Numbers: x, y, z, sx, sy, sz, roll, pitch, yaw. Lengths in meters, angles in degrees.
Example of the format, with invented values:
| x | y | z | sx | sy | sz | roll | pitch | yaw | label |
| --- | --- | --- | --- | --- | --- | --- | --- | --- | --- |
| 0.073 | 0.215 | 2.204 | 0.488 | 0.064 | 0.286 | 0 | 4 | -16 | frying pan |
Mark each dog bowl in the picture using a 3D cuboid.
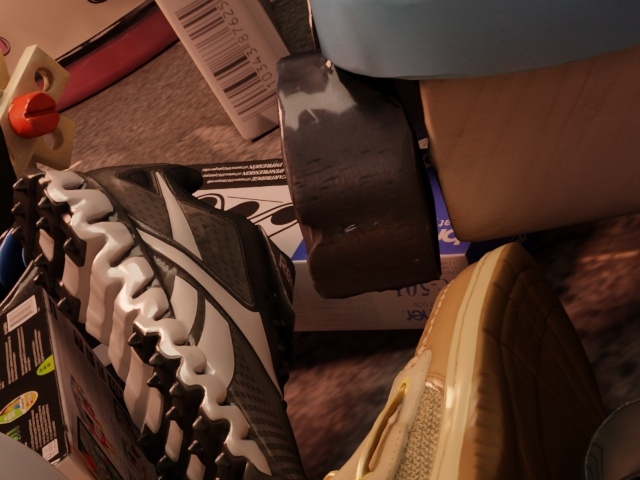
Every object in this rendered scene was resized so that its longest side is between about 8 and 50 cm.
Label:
| x | y | z | sx | sy | sz | roll | pitch | yaw | label |
| --- | --- | --- | --- | --- | --- | --- | --- | --- | --- |
| -0.214 | -0.262 | 1.788 | 0.408 | 0.150 | 0.408 | -30 | 20 | 12 | dog bowl |

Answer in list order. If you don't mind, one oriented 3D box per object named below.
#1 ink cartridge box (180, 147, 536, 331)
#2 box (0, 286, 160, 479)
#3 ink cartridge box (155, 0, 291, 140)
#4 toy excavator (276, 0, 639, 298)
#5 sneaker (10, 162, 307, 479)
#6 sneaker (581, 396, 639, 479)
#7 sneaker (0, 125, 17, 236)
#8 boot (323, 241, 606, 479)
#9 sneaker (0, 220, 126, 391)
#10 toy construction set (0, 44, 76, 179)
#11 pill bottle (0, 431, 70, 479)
| x | y | z | sx | sy | sz | roll | pitch | yaw | label |
| --- | --- | --- | --- | --- | --- | --- | --- | --- | --- |
| 0.000 | 0.000 | 0.957 | 0.207 | 0.046 | 0.097 | -2 | 35 | 29 | ink cartridge box |
| -0.099 | 0.104 | 0.853 | 0.036 | 0.114 | 0.207 | -35 | 20 | 1 | box |
| -0.123 | -0.248 | 1.397 | 0.072 | 0.303 | 0.307 | -33 | 20 | 2 | ink cartridge box |
| 0.072 | -0.259 | 0.853 | 0.222 | 0.445 | 0.433 | -9 | 27 | 7 | toy excavator |
| -0.044 | 0.042 | 0.857 | 0.106 | 0.078 | 0.234 | -17 | 52 | -27 | sneaker |
| 0.129 | 0.089 | 0.552 | 0.101 | 0.106 | 0.267 | -36 | 19 | 1 | sneaker |
| -0.241 | 0.026 | 1.144 | 0.145 | 0.090 | 0.270 | -31 | 60 | 15 | sneaker |
| -0.001 | 0.117 | 0.709 | 0.203 | 0.095 | 0.262 | -25 | 27 | 27 | boot |
| -0.105 | 0.013 | 1.051 | 0.079 | 0.121 | 0.217 | -8 | 33 | 49 | sneaker |
| -0.280 | -0.002 | 1.341 | 0.328 | 0.151 | 0.215 | -28 | 18 | 48 | toy construction set |
| -0.157 | 0.187 | 0.505 | 0.181 | 0.181 | 0.323 | -24 | 22 | 26 | pill bottle |
